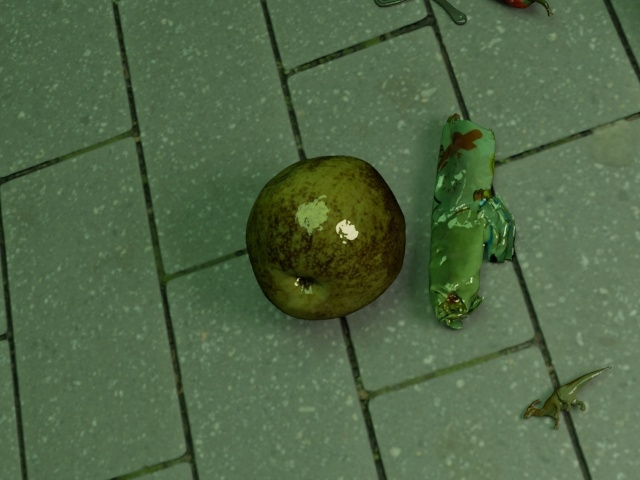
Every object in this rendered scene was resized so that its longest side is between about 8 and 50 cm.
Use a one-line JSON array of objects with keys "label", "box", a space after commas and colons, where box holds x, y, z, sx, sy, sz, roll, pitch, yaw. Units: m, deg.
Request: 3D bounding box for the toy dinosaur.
[{"label": "toy dinosaur", "box": [0.281, 0.178, 1.434, 0.113, 0.026, 0.041, -31, 40, 12]}]

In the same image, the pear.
[{"label": "pear", "box": [0.000, 0.000, 1.519, 0.197, 0.197, 0.197, -8, 62, 15]}]

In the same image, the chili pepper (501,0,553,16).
[{"label": "chili pepper", "box": [0.244, -0.352, 1.708, 0.059, 0.050, 0.191, -53, 51, 7]}]

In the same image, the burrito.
[{"label": "burrito", "box": [0.187, -0.029, 1.562, 0.104, 0.054, 0.288, 0, 63, 17]}]

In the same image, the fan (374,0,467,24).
[{"label": "fan", "box": [0.134, -0.365, 1.777, 0.132, 0.009, 0.220, -38, 58, -2]}]
